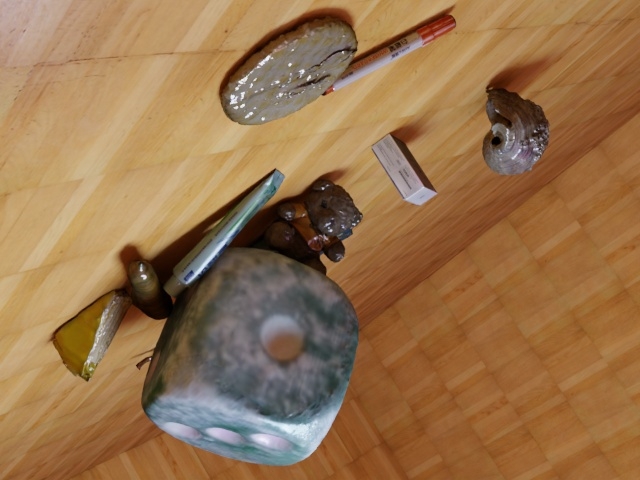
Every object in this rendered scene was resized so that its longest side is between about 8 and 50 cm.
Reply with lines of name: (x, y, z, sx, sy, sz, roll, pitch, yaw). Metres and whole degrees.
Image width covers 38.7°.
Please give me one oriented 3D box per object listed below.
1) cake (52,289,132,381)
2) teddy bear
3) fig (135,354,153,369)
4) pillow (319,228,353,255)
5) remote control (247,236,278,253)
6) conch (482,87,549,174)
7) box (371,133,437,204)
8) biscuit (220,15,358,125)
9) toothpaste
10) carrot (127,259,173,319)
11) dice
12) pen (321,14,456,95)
cake: (-0.419, 0.182, 1.706, 0.185, 0.116, 0.080, -29, 166, 5)
teddy bear: (-0.013, -0.030, 1.825, 0.190, 0.177, 0.140, -40, -155, 13)
fig: (-0.367, 0.296, 2.292, 0.201, 0.134, 0.146, -6, 130, -16)
pillow: (0.001, -0.001, 2.183, 0.189, 0.034, 0.255, -31, 168, -6)
remote control: (-0.112, 0.028, 1.990, 0.344, 0.050, 0.145, -36, 167, 14)
conch: (0.393, -0.234, 1.912, 0.163, 0.178, 0.245, -40, 165, 12)
box: (0.170, -0.141, 1.838, 0.051, 0.130, 0.129, -34, 168, 15)
biscuit: (-0.039, -0.225, 1.237, 0.219, 0.033, 0.220, -30, 165, -9)
toothpaste: (-0.171, -0.013, 1.637, 0.297, 0.048, 0.075, -46, 167, 4)
carrot: (-0.317, 0.087, 1.664, 0.070, 0.070, 0.342, -30, 167, -11)
dice: (-0.142, 0.232, 1.785, 0.348, 0.328, 0.330, -42, -154, 58)
pen: (0.101, -0.280, 1.376, 0.239, 0.028, 0.028, -29, 167, -12)
